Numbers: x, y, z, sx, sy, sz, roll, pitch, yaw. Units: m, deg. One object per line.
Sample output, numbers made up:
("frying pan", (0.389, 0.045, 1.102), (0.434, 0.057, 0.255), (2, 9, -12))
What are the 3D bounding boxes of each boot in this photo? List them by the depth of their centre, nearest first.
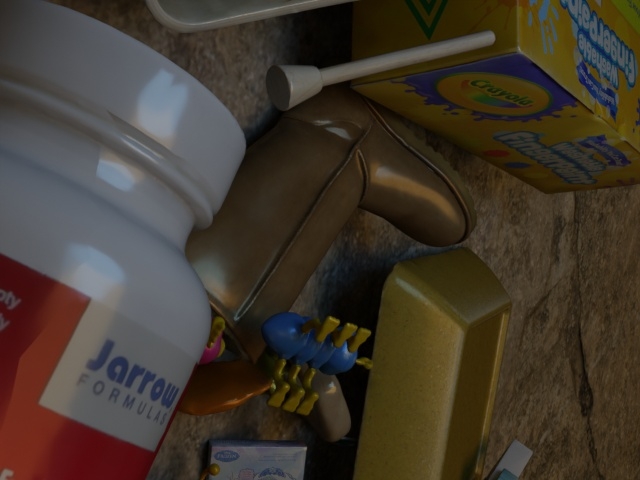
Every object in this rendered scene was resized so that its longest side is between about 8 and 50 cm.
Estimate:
("boot", (0.000, 0.000, 0.817), (0.236, 0.089, 0.269), (45, 59, -15))

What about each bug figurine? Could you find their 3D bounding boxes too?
("bug figurine", (-0.098, 0.133, 0.705), (0.216, 0.072, 0.279), (27, 110, -36))

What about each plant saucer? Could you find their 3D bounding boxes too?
("plant saucer", (0.136, 0.184, 1.032), (0.332, 0.081, 0.333), (-8, 107, -68))

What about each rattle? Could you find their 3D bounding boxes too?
("rattle", (-0.043, 0.166, 0.864), (0.143, 0.130, 0.200), (-43, 161, -22))

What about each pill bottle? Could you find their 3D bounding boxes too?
("pill bottle", (-0.200, 0.089, 0.488), (0.229, 0.229, 0.408), (42, 68, -51))

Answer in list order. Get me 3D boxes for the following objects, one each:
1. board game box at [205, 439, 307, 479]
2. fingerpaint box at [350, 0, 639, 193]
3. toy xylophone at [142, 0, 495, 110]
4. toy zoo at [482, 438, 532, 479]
("board game box", (-0.062, 0.230, 0.854), (0.090, 0.020, 0.090), (4, 100, -15))
("fingerpaint box", (0.209, -0.274, 0.920), (0.444, 0.163, 0.371), (14, 74, -54))
("toy xylophone", (-0.001, -0.211, 0.638), (0.322, 0.236, 0.081), (-27, 150, -31))
("toy zoo", (0.173, 0.363, 1.131), (0.192, 0.030, 0.293), (-43, 160, -37))
